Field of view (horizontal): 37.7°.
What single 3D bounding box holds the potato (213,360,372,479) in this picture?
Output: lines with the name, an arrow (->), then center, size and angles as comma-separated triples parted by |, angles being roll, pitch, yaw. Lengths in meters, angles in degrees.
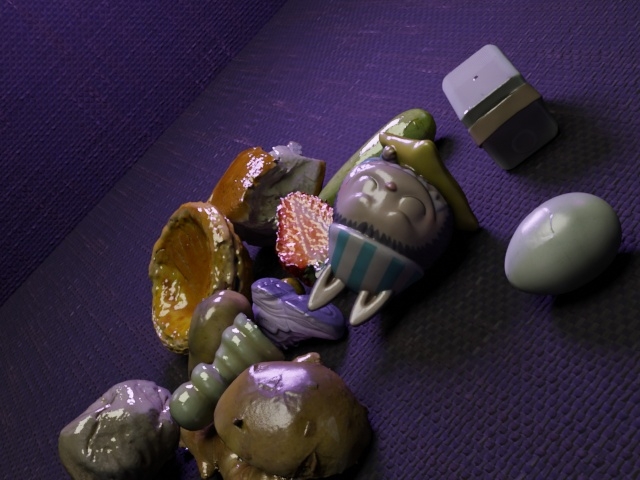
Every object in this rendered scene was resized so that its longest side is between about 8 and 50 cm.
potato -> -0.057, 0.298, 1.671 | 0.299, 0.116, 0.239 | 20, 45, 29

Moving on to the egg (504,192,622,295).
egg -> 0.402, 0.010, 1.569 | 0.209, 0.151, 0.151 | -37, 28, 18

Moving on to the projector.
projector -> 0.378, -0.278, 1.976 | 0.163, 0.177, 0.242 | -39, 26, 14

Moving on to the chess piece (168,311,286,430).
chess piece -> -0.197, 0.269, 1.847 | 0.243, 0.133, 0.133 | -44, 27, -8

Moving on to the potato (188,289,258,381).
potato -> -0.213, 0.241, 2.014 | 0.192, 0.141, 0.296 | -71, -6, -64

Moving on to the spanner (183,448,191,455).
spanner -> -0.278, 0.362, 2.139 | 0.087, 0.024, 0.316 | -31, 31, 27

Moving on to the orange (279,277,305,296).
orange -> -0.073, 0.125, 2.120 | 0.085, 0.085, 0.095 | -29, 16, 26

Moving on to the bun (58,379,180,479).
bun -> -0.411, 0.436, 1.986 | 0.281, 0.281, 0.205 | -45, 66, -2

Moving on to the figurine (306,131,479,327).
figurine -> 0.081, -0.015, 1.913 | 0.377, 0.266, 0.361 | -42, 13, -14

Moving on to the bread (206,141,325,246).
bread -> -0.129, -0.120, 2.382 | 0.250, 0.225, 0.279 | -10, 51, 56

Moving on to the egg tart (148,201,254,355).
egg tart -> -0.281, 0.096, 2.268 | 0.387, 0.169, 0.388 | -7, 80, 50

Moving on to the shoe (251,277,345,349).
shoe -> -0.055, 0.180, 2.008 | 0.245, 0.138, 0.095 | 23, 28, 34

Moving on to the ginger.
ginger -> -0.147, 0.411, 1.816 | 0.348, 0.122, 0.363 | -32, 35, 27

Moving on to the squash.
squash -> 0.125, -0.174, 2.242 | 0.370, 0.118, 0.118 | -40, 27, 11

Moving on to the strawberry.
strawberry -> -0.007, 0.012, 2.125 | 0.188, 0.106, 0.286 | -26, 48, -2
